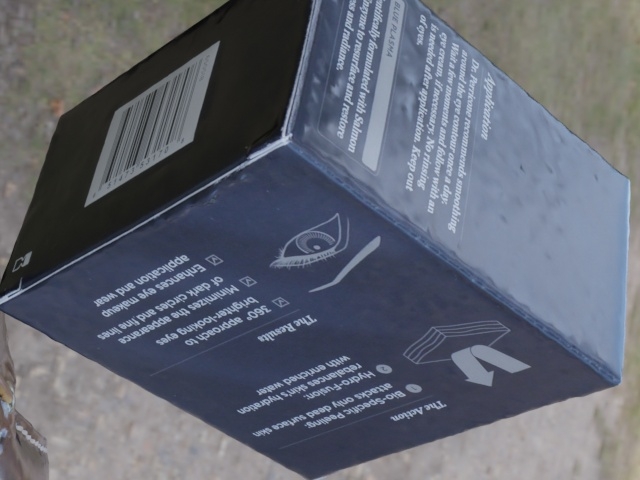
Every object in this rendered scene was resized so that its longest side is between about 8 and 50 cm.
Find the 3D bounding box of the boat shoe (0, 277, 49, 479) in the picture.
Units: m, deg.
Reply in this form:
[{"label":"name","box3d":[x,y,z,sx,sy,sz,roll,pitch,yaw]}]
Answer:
[{"label":"boat shoe","box3d":[-0.171,0.039,0.566,0.342,0.123,0.123,68,45,-68]}]

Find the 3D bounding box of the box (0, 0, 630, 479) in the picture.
[{"label":"box","box3d":[0.000,0.000,0.489,0.158,0.156,0.093,35,49,-30]}]
